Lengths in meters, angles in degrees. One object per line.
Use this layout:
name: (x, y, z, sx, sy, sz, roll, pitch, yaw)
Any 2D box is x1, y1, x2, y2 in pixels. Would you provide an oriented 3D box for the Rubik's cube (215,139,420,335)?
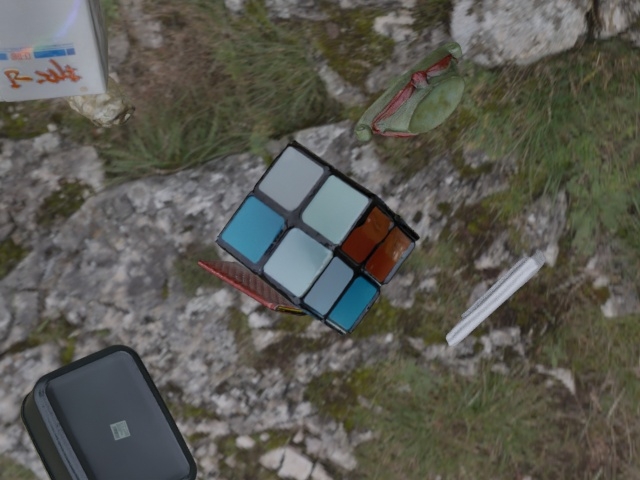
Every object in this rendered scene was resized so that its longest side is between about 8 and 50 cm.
Rubik's cube: (-0.001, 0.000, 1.431, 0.167, 0.183, 0.180, 36, 91, 33)

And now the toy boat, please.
toy boat: (0.126, -0.182, 1.332, 0.185, 0.071, 0.089, -42, 133, -12)

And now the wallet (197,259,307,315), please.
wallet: (-0.114, 0.080, 1.820, 0.196, 0.103, 0.020, 30, 101, 34)

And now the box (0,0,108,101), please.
box: (-0.258, -0.153, 0.656, 0.233, 0.067, 0.149, -6, 145, -4)

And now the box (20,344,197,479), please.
box: (-0.243, 0.231, 1.215, 0.201, 0.144, 0.090, 61, 149, 12)

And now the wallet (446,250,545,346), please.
wallet: (0.256, 0.083, 1.546, 0.183, 0.124, 0.032, -44, 83, 17)

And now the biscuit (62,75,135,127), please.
biscuit: (-0.282, -0.198, 1.095, 0.219, 0.061, 0.055, 43, 109, 5)
